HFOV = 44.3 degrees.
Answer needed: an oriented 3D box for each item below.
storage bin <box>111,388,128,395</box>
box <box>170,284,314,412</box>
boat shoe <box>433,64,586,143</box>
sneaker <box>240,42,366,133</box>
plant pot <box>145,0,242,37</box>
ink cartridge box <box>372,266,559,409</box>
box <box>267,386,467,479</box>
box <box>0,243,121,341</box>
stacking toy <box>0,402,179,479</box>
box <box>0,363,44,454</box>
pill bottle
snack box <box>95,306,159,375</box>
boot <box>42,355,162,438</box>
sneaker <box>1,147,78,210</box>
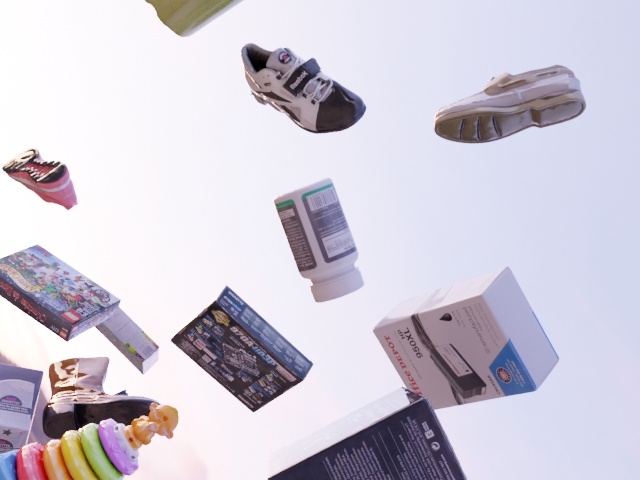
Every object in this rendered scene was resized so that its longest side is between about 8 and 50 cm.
[{"bbox_3d":[-0.532,0.469,2.055,0.091,0.098,0.135,50,-60,13],"label":"storage bin"},{"bbox_3d":[-0.148,0.206,1.455,0.220,0.051,0.175,43,-49,-8],"label":"box"},{"bbox_3d":[0.376,-0.279,1.602,0.113,0.302,0.103,71,11,-62],"label":"boat shoe"},{"bbox_3d":[-0.053,-0.336,1.688,0.330,0.122,0.146,25,-22,31],"label":"sneaker"},{"bbox_3d":[-0.302,-0.649,1.947,0.276,0.254,0.276,48,16,-18],"label":"plant pot"},{"bbox_3d":[0.375,0.273,2.080,0.394,0.166,0.286,-25,-83,45],"label":"ink cartridge box"},{"bbox_3d":[0.092,0.528,1.823,0.212,0.395,0.293,63,-7,3],"label":"box"},{"bbox_3d":[-0.551,0.102,1.610,0.233,0.159,0.044,31,-66,11],"label":"box"},{"bbox_3d":[-0.374,0.367,1.336,0.175,0.301,0.166,58,-5,10],"label":"stacking toy"},{"bbox_3d":[-0.726,0.350,1.635,0.163,0.247,0.142,-97,-154,-49],"label":"box"},{"bbox_3d":[0.000,0.000,2.477,0.204,0.204,0.361,-11,-80,62],"label":"pill bottle"},{"bbox_3d":[-0.541,0.265,2.180,0.207,0.070,0.174,43,-24,5],"label":"snack box"},{"bbox_3d":[-0.499,0.352,1.811,0.280,0.264,0.096,-128,-150,-68],"label":"boot"},{"bbox_3d":[-0.785,-0.161,2.204,0.313,0.116,0.136,24,-35,42],"label":"sneaker"}]
